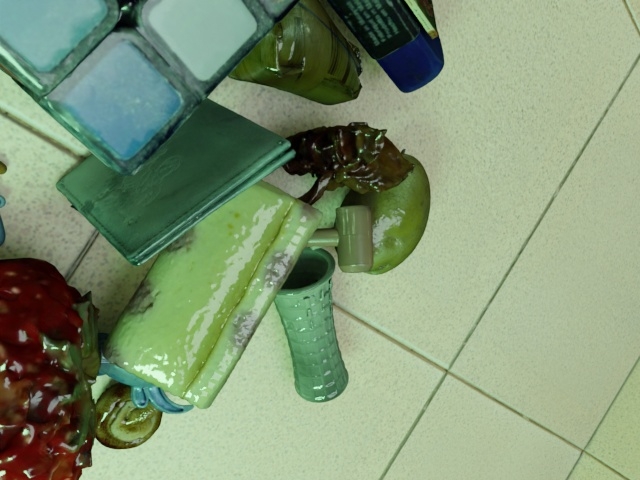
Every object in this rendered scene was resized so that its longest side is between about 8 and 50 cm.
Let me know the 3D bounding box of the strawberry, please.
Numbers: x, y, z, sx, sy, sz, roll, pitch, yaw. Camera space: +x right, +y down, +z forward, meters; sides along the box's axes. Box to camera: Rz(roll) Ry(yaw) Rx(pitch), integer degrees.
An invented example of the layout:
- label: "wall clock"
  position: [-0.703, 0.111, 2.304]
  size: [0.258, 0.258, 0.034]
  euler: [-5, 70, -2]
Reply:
- label: "strawberry"
  position: [-0.465, 0.187, 0.809]
  size: [0.345, 0.295, 0.317]
  euler: [-4, 75, -11]

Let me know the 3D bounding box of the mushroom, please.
- label: "mushroom"
  position: [-0.323, 0.295, 1.069]
  size: [0.127, 0.087, 0.127]
  euler: [-13, 113, -35]

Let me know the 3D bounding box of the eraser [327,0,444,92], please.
- label: "eraser"
  position: [0.087, -0.393, 1.036]
  size: [0.101, 0.155, 0.332]
  euler: [-25, 136, 27]

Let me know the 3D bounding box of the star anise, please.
- label: "star anise"
  position: [-0.012, -0.117, 1.080]
  size: [0.346, 0.237, 0.148]
  euler: [-21, 94, -6]

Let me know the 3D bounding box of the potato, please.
- label: "potato"
  position: [0.123, -0.056, 1.217]
  size: [0.251, 0.159, 0.174]
  euler: [-69, 157, -5]

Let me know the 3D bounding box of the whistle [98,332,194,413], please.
- label: "whistle"
  position: [-0.270, 0.190, 1.044]
  size: [0.269, 0.093, 0.180]
  euler: [12, 69, -31]

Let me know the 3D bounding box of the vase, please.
- label: "vase"
  position: [-0.019, 0.171, 1.220]
  size: [0.143, 0.143, 0.299]
  euler: [-29, 127, -25]

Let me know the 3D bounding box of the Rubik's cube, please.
- label: "Rubik's cube"
  position: [-0.257, -0.331, 0.675]
  size: [0.362, 0.363, 0.359]
  euler: [-53, 129, -9]

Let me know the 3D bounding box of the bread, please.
- label: "bread"
  position: [-0.158, 0.063, 0.941]
  size: [0.187, 0.155, 0.338]
  euler: [30, 85, -12]

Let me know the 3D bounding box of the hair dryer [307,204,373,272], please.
- label: "hair dryer"
  position: [0.000, 0.000, 1.109]
  size: [0.181, 0.064, 0.117]
  euler: [-2, 86, 4]

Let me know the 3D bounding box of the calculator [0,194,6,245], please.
- label: "calculator"
  position: [-0.513, -0.014, 0.822]
  size: [0.210, 0.039, 0.121]
  euler: [-27, 124, -26]

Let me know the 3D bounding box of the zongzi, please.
- label: "zongzi"
  position: [-0.035, -0.372, 1.006]
  size: [0.260, 0.123, 0.289]
  euler: [1, 86, -52]

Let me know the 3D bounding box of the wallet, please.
- label: "wallet"
  position: [-0.206, -0.094, 0.859]
  size: [0.251, 0.290, 0.054]
  euler: [-40, 135, -15]

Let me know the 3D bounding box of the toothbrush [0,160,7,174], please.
- label: "toothbrush"
  position: [-0.520, -0.163, 0.757]
  size: [0.321, 0.031, 0.023]
  euler: [37, 86, -41]

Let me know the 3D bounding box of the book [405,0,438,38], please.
- label: "book"
  position: [0.093, -0.492, 0.993]
  size: [0.018, 0.228, 0.322]
  euler: [-23, 139, 28]
